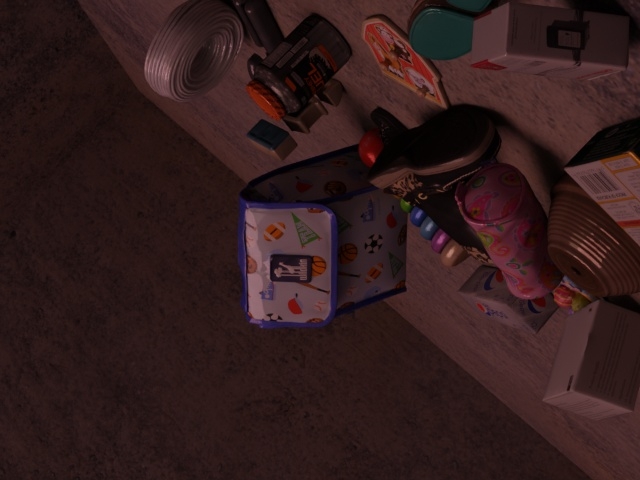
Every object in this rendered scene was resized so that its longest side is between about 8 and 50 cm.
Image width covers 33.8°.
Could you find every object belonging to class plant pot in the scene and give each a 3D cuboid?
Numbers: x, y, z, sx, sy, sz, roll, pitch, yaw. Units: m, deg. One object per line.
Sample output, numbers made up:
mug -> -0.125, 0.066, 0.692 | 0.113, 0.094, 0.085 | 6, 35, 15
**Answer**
plant pot -> 0.438, 0.011, 1.662 | 0.237, 0.110, 0.237 | 44, 172, 7

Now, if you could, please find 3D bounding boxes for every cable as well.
cable -> -0.285, -0.430, 2.390 | 0.089, 0.257, 0.257 | 36, 169, 17

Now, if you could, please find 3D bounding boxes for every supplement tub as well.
supplement tub -> -0.045, -0.325, 2.000 | 0.117, 0.190, 0.117 | 43, 172, 7

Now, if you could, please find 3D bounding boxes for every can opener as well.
can opener -> -0.130, -0.419, 2.269 | 0.076, 0.095, 0.283 | 38, 170, 29

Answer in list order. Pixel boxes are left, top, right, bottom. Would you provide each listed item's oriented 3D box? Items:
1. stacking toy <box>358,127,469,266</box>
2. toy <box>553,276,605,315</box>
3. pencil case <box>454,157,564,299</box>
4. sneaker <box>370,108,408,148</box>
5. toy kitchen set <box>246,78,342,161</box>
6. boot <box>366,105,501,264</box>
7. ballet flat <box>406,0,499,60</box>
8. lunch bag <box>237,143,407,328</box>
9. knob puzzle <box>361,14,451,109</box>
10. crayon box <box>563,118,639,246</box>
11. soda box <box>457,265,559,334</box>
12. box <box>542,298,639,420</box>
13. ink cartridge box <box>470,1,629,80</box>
stacking toy -> 0.204, -0.104, 2.176 | 0.330, 0.141, 0.141 | 48, 173, 16
toy -> 0.494, 0.109, 2.055 | 0.237, 0.056, 0.137 | 50, 171, -35
pencil case -> 0.320, -0.013, 1.743 | 0.124, 0.124, 0.284 | 37, 173, 40
sneaker -> 0.145, -0.187, 2.120 | 0.170, 0.089, 0.051 | 41, 167, 16
toy kitchen set -> -0.083, -0.306, 2.213 | 0.122, 0.207, 0.166 | 31, 164, 53
boot -> 0.272, -0.087, 1.873 | 0.284, 0.138, 0.377 | 38, 159, -16
ballet flat -> 0.183, -0.315, 1.282 | 0.108, 0.106, 0.316 | 20, 169, -5
lunch bag -> 0.000, 0.000, 2.320 | 0.239, 0.385, 0.327 | 40, 138, 48
knob puzzle -> 0.130, -0.311, 1.803 | 0.213, 0.030, 0.213 | 43, 172, 8
crayon box -> 0.489, -0.018, 1.369 | 0.323, 0.083, 0.203 | 45, 171, -6
soda box -> 0.420, 0.130, 2.377 | 0.098, 0.091, 0.286 | 45, 172, -13
box -> 0.513, 0.225, 1.948 | 0.119, 0.181, 0.182 | 21, 164, -1
ink cartridge box -> 0.264, -0.228, 1.213 | 0.150, 0.063, 0.109 | 4, -179, -13
